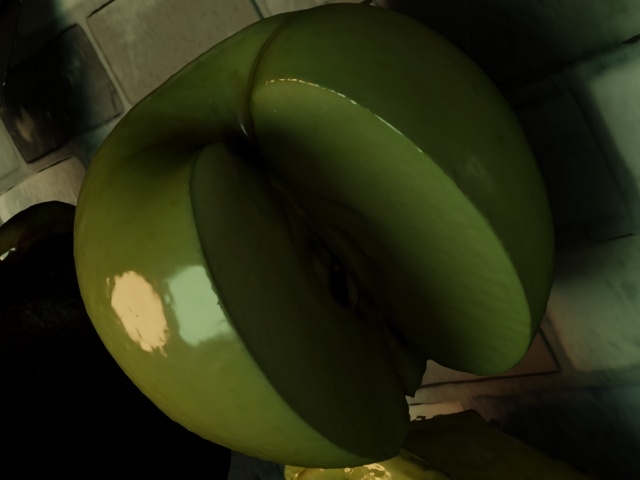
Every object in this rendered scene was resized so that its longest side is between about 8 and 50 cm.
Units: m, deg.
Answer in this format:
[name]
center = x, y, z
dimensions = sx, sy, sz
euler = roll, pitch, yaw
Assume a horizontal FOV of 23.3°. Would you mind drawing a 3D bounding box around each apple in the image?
[apple]
center = 0.000, 0.000, 0.960
dimensions = 0.292, 0.292, 0.254
euler = 11, 147, 51

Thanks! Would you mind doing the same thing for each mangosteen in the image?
[mangosteen]
center = -0.283, 0.173, 1.463
dimensions = 0.382, 0.382, 0.435
euler = 100, 157, -48

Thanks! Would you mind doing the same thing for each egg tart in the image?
[egg tart]
center = 0.120, 0.233, 1.106
dimensions = 0.345, 0.132, 0.345
euler = 35, 154, 21

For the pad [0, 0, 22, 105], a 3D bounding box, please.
[pad]
center = -0.342, -0.148, 1.432
dimensions = 0.202, 0.005, 0.299
euler = 20, 100, 46
